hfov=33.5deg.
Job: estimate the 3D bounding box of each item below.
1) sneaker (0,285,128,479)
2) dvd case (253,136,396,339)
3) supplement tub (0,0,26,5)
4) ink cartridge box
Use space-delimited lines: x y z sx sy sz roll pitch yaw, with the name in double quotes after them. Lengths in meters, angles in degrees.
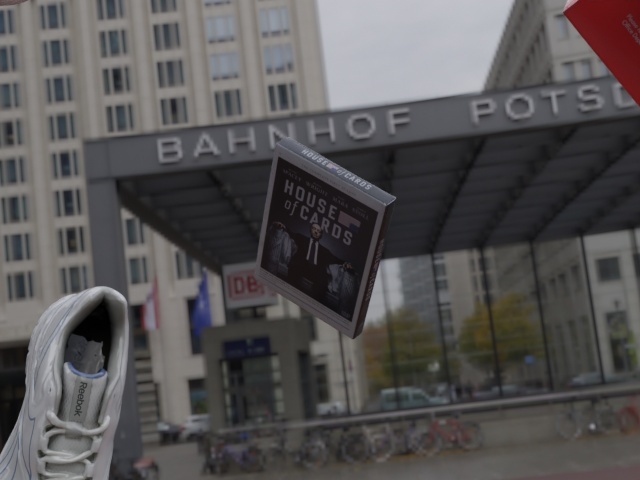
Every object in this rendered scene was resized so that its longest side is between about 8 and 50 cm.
-0.230 0.174 0.938 0.111 0.297 0.129 10 -23 -19 "sneaker"
0.000 0.000 1.427 0.179 0.239 0.029 30 43 22 "dvd case"
-0.412 -0.348 1.231 0.199 0.144 0.144 15 8 41 "supplement tub"
0.274 -0.177 0.869 0.078 0.134 0.231 -38 7 30 "ink cartridge box"
